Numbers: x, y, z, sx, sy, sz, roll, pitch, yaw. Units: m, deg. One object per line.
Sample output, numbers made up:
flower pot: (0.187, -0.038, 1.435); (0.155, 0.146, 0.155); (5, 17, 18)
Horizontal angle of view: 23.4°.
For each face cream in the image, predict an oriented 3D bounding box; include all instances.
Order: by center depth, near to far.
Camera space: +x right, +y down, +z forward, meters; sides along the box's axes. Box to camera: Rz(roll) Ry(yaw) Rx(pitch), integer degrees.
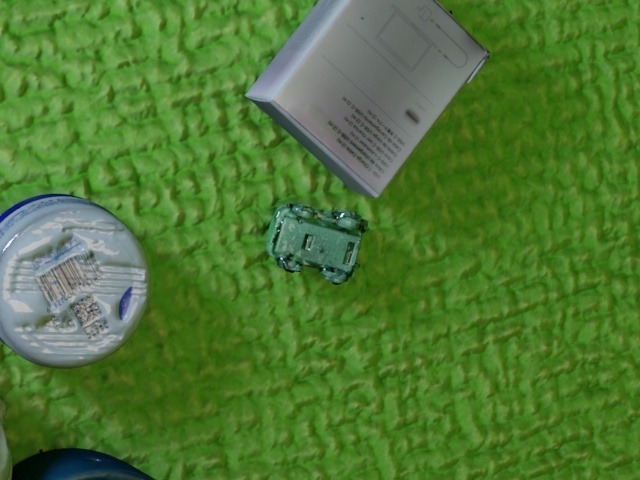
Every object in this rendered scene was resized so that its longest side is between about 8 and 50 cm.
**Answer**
face cream: (-0.312, 0.050, 1.877); (0.205, 0.111, 0.206); (-5, 102, -24)

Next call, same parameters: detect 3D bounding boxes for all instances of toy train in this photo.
toy train: (0.000, 0.000, 2.025); (0.149, 0.081, 0.099); (12, 95, -19)

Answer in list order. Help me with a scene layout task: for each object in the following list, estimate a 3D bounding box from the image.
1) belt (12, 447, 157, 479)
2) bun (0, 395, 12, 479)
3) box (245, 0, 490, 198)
belt: (-0.252, 0.467, 1.943); (0.300, 0.173, 0.437); (-34, 111, -18)
bun: (-0.448, 0.238, 1.780); (0.259, 0.160, 0.259); (28, 53, -46)
box: (0.062, -0.215, 1.993); (0.203, 0.106, 0.252); (40, 82, -25)
